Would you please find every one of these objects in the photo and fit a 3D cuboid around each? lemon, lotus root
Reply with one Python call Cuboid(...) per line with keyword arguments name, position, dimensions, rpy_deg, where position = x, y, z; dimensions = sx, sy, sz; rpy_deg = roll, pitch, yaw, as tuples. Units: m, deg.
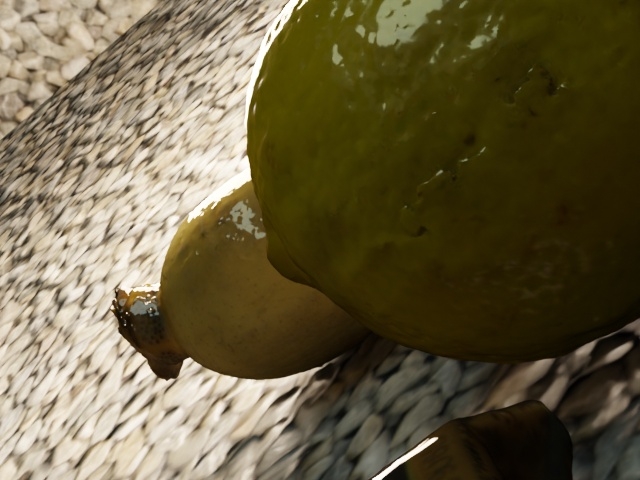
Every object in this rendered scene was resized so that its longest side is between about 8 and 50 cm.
Cuboid(name="lemon", position=(0.099, -0.067, 0.998), dimensions=(0.284, 0.260, 0.260), rpy_deg=(-35, 17, -9))
Cuboid(name="lotus root", position=(0.002, 0.001, 1.241), dimensions=(0.303, 0.131, 0.146), rpy_deg=(-35, -3, 23))

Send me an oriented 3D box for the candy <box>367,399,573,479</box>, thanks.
Cuboid(name="candy", position=(0.067, 0.172, 0.781), dimensions=(0.143, 0.101, 0.271), rpy_deg=(-35, 25, 9))
